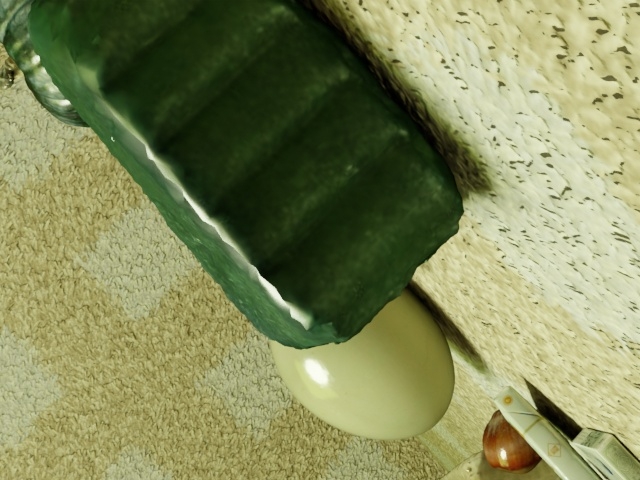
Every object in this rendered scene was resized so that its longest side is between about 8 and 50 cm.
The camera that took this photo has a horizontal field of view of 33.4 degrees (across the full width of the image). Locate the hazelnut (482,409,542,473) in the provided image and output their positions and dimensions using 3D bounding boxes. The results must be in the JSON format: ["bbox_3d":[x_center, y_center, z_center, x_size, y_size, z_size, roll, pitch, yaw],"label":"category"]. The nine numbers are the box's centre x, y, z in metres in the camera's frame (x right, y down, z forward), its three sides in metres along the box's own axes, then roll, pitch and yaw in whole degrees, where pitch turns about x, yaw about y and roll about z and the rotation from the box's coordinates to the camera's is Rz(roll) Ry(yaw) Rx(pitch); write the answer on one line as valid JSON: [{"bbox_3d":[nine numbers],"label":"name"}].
[{"bbox_3d":[0.232,0.238,1.275,0.086,0.086,0.086,45,173,7],"label":"hazelnut"}]

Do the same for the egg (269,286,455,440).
[{"bbox_3d":[0.051,0.132,1.255,0.241,0.186,0.186,36,174,-7],"label":"egg"}]

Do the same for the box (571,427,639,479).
[{"bbox_3d":[0.277,0.208,1.022,0.054,0.024,0.083,48,174,1],"label":"box"}]

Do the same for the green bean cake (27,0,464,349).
[{"bbox_3d":[-0.059,-0.076,0.806,0.308,0.169,0.300,47,171,-5],"label":"green bean cake"}]

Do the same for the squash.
[{"bbox_3d":[-0.265,-0.225,1.140,0.218,0.172,0.218,-17,-90,-80],"label":"squash"}]

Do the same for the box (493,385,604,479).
[{"bbox_3d":[0.274,0.249,1.106,0.220,0.032,0.122,48,-176,34],"label":"box"}]

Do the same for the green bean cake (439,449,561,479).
[{"bbox_3d":[0.230,0.317,1.397,0.179,0.109,0.085,104,143,-67],"label":"green bean cake"}]
